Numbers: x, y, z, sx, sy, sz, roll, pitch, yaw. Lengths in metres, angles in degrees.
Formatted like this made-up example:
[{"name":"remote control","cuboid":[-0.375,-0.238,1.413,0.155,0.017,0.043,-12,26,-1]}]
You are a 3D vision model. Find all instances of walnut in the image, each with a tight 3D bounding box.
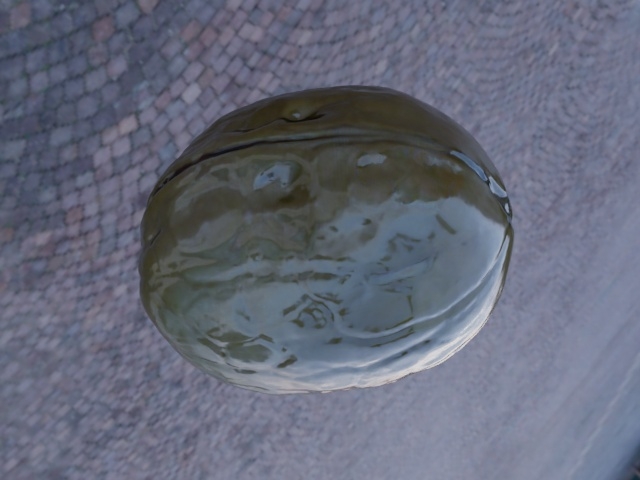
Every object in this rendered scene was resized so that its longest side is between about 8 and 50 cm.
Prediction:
[{"name":"walnut","cuboid":[0.000,0.000,0.537,0.167,0.207,0.167,-6,90,-79]}]
